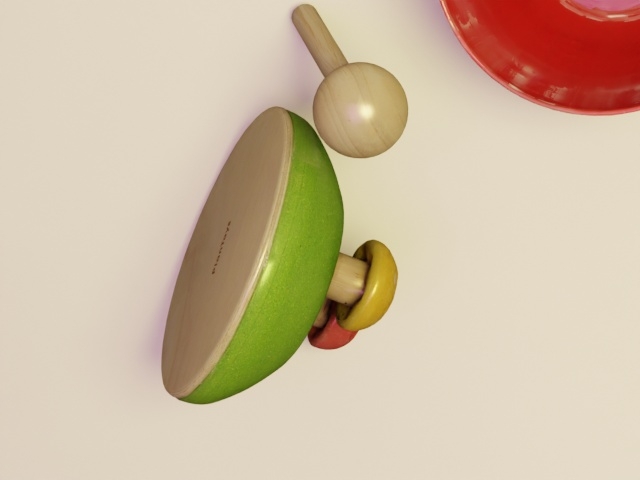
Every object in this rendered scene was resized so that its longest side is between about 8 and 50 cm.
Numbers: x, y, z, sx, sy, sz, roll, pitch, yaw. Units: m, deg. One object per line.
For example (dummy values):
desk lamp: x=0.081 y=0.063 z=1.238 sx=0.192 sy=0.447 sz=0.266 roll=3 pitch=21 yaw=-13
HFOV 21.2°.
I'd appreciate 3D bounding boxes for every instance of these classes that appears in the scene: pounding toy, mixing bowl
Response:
pounding toy: x=0.000 y=0.000 z=1.012 sx=0.110 sy=0.183 sz=0.237 roll=21 pitch=105 yaw=-16
mixing bowl: x=0.160 y=-0.165 z=0.947 sx=0.181 sy=0.098 sz=0.181 roll=4 pitch=103 yaw=16
